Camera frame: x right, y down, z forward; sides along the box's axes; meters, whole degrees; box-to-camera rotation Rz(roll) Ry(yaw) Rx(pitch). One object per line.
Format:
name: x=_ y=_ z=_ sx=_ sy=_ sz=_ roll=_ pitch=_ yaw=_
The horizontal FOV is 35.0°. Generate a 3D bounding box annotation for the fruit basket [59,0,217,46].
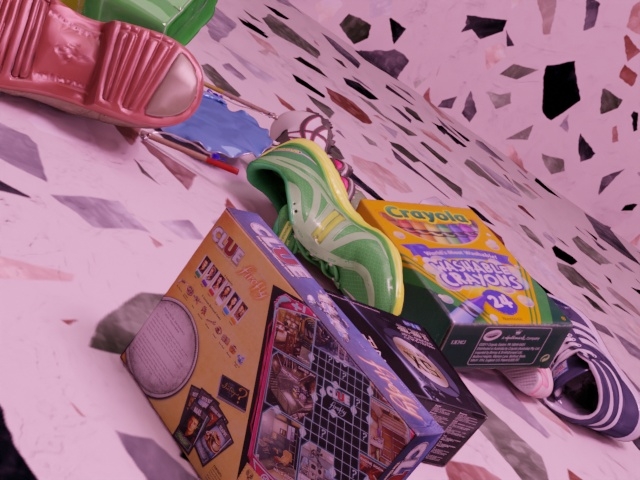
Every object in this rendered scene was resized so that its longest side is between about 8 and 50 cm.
fruit basket: x=-0.323 y=-0.372 z=1.392 sx=0.353 sy=0.165 sz=0.327 roll=24 pitch=48 yaw=6

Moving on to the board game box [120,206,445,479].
board game box: x=-0.040 y=0.114 z=0.767 sx=0.042 sy=0.165 sz=0.243 roll=12 pitch=30 yaw=-53

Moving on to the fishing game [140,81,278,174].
fishing game: x=-0.159 y=-0.159 z=1.413 sx=0.189 sy=0.041 sz=0.264 roll=22 pitch=26 yaw=-4

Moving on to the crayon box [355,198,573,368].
crayon box: x=0.169 y=0.041 z=1.398 sx=0.203 sy=0.083 sz=0.323 roll=3 pitch=33 yaw=-31

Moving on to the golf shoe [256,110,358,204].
golf shoe: x=-0.039 y=-0.128 z=1.487 sx=0.120 sy=0.105 sz=0.273 roll=16 pitch=24 yaw=-28

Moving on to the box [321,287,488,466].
box: x=0.058 y=0.139 z=1.033 sx=0.180 sy=0.077 sz=0.147 roll=23 pitch=23 yaw=-38

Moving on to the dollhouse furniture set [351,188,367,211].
dollhouse furniture set: x=0.046 y=-0.085 z=1.600 sx=0.151 sy=0.059 sz=0.076 roll=14 pitch=29 yaw=-50

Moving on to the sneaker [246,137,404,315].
sneaker: x=0.000 y=0.000 z=1.275 sx=0.123 sy=0.109 sz=0.295 roll=-18 pitch=57 yaw=-30

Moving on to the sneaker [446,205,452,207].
sneaker: x=0.236 y=0.050 z=1.558 sx=0.094 sy=0.091 sz=0.258 roll=10 pitch=37 yaw=-54

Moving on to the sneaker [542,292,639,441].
sneaker: x=0.353 y=0.167 z=1.487 sx=0.153 sy=0.099 sz=0.282 roll=21 pitch=27 yaw=-46

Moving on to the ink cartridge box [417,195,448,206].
ink cartridge box: x=0.223 y=0.004 z=1.728 sx=0.181 sy=0.056 sz=0.224 roll=40 pitch=17 yaw=12

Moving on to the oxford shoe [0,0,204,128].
oxford shoe: x=-0.338 y=-0.217 z=1.160 sx=0.397 sy=0.141 sz=0.146 roll=24 pitch=-12 yaw=-19

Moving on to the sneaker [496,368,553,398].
sneaker: x=0.273 y=0.170 z=1.414 sx=0.070 sy=0.051 sz=0.134 roll=29 pitch=17 yaw=-45
